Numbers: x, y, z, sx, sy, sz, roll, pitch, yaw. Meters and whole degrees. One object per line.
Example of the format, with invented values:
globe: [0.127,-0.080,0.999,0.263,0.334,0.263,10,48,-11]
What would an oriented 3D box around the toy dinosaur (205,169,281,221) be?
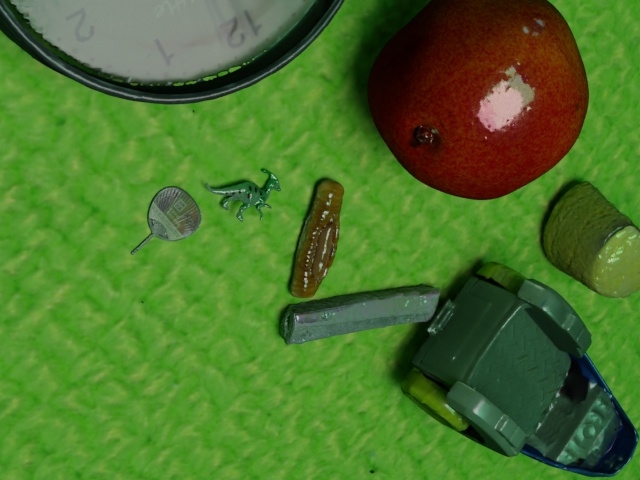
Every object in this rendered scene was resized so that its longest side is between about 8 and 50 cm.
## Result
toy dinosaur: [-0.074,-0.053,1.165,0.062,0.021,0.083,-52,131,-11]

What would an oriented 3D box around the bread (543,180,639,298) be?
bread: [0.342,0.004,1.392,0.129,0.114,0.111,29,100,-33]

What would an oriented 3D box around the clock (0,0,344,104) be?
clock: [-0.129,-0.304,0.970,0.386,0.076,0.386,-9,112,-22]

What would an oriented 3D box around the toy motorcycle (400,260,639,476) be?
toy motorcycle: [0.267,0.192,1.366,0.191,0.200,0.326,-54,128,-10]

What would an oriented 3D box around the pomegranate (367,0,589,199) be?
pomegranate: [0.169,-0.162,1.155,0.257,0.220,0.221,-57,133,-35]

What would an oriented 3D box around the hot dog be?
hot dog: [0.000,0.000,1.230,0.044,0.028,0.137,6,106,-41]

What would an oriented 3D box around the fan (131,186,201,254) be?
fan: [-0.157,-0.023,1.137,0.080,0.003,0.060,-19,118,-24]

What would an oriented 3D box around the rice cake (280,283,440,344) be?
rice cake: [0.050,0.082,1.290,0.210,0.034,0.043,-8,117,-29]
